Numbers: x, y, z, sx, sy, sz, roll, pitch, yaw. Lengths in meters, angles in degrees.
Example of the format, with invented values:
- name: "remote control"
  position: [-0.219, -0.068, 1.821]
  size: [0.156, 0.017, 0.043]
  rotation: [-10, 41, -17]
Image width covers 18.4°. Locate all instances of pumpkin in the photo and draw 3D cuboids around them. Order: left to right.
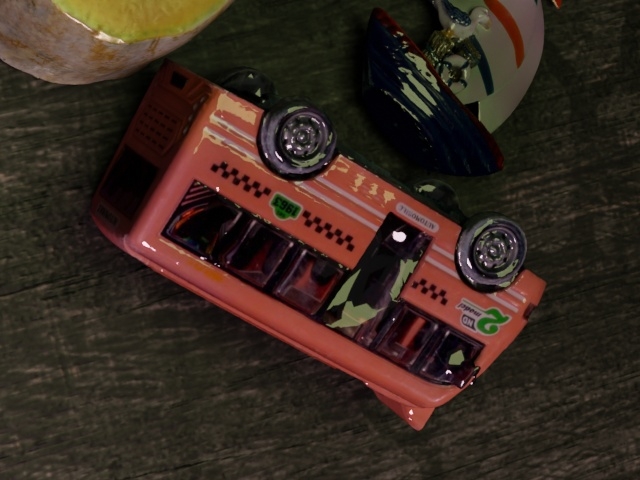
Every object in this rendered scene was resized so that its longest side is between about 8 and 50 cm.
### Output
- name: "pumpkin"
  position: [-0.195, -0.322, 1.877]
  size: [0.332, 0.199, 0.332]
  rotation: [3, 85, -31]

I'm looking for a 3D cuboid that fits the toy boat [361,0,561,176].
- name: "toy boat"
  position: [0.174, -0.184, 2.154]
  size: [0.318, 0.072, 0.219]
  rotation: [-23, 97, -36]

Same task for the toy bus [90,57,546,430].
- name: "toy bus"
  position: [0.000, 0.000, 1.961]
  size: [0.427, 0.203, 0.233]
  rotation: [30, 92, -24]
